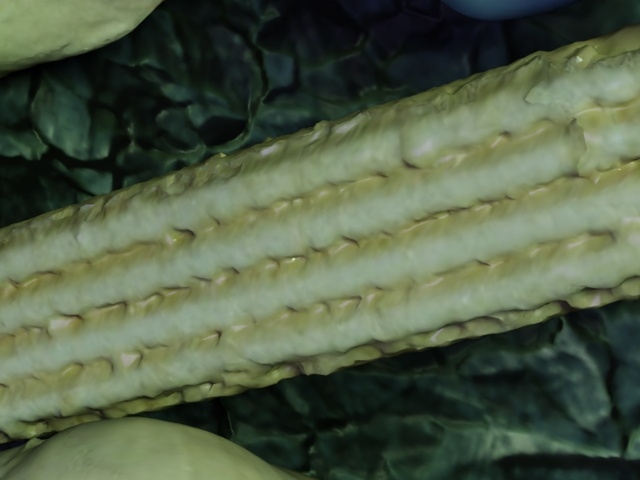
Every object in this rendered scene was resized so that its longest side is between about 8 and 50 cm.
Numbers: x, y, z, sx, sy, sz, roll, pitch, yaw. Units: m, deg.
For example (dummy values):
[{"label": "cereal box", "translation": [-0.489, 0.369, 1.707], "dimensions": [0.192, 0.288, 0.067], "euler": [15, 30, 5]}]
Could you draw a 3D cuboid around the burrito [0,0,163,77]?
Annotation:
[{"label": "burrito", "translation": [-0.150, -0.115, 0.735], "dimensions": [0.392, 0.076, 0.117], "euler": [-14, 102, 35]}]

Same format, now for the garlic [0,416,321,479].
[{"label": "garlic", "translation": [-0.072, 0.180, 0.647], "dimensions": [0.322, 0.322, 0.241], "euler": [-3, 86, 32]}]

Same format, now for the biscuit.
[{"label": "biscuit", "translation": [0.000, 0.000, 0.636], "dimensions": [0.426, 0.144, 0.078], "euler": [-15, 94, 35]}]

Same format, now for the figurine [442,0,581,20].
[{"label": "figurine", "translation": [0.121, -0.120, 0.528], "dimensions": [0.260, 0.205, 0.103], "euler": [-14, 139, 31]}]
